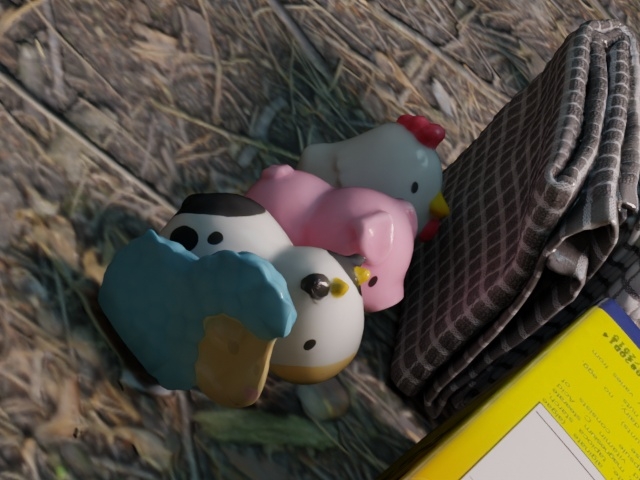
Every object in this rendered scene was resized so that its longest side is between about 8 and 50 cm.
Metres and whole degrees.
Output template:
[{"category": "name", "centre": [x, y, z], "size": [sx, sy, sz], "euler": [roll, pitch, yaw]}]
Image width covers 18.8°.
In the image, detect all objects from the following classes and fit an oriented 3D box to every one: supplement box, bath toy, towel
[{"category": "supplement box", "centre": [0.111, 0.207, 1.154], "size": [0.194, 0.195, 0.356], "euler": [51, 30, 6]}, {"category": "bath toy", "centre": [0.000, 0.000, 1.312], "size": [0.151, 0.129, 0.348], "euler": [49, 30, 3]}, {"category": "towel", "centre": [0.158, -0.014, 1.423], "size": [0.121, 0.235, 0.283], "euler": [36, 32, -13]}]
